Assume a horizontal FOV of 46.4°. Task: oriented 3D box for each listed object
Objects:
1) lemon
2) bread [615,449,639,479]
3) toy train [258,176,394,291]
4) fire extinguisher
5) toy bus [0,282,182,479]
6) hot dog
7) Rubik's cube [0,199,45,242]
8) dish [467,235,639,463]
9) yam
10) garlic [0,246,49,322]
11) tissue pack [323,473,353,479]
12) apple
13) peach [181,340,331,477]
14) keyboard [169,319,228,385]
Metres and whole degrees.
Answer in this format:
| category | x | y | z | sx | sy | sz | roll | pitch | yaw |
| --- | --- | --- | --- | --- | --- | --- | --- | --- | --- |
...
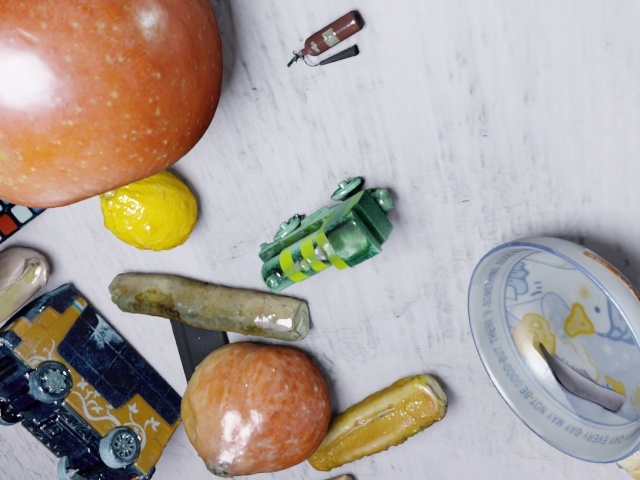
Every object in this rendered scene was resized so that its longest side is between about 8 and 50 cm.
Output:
| category | x | y | z | sx | sy | sz | roll | pitch | yaw |
| --- | --- | --- | --- | --- | --- | --- | --- | --- | --- |
| lemon | -0.235 | -0.043 | 1.015 | 0.114 | 0.114 | 0.155 | -19 | 153 | 30 |
| bread | 0.452 | 0.270 | 0.953 | 0.177 | 0.084 | 0.119 | -23 | 110 | 31 |
| toy train | 0.000 | 0.001 | 0.948 | 0.200 | 0.132 | 0.083 | -33 | 103 | 32 |
| fire extinguisher | 0.011 | -0.227 | 0.875 | 0.100 | 0.032 | 0.046 | -24 | 142 | 32 |
| toy bus | -0.393 | 0.244 | 1.218 | 0.161 | 0.194 | 0.323 | -30 | 108 | 34 |
| hot dog | 0.077 | 0.277 | 1.125 | 0.289 | 0.068 | 0.083 | -37 | 78 | 39 |
| Rubik's cube | -0.565 | -0.046 | 1.119 | 0.184 | 0.182 | 0.187 | -24 | 109 | 32 |
| dish | 0.315 | 0.110 | 0.884 | 0.273 | 0.133 | 0.273 | 43 | 144 | 43 |
| yam | -0.169 | 0.096 | 1.115 | 0.317 | 0.071 | 0.067 | 7 | 158 | 18 |
| garlic | -0.500 | 0.066 | 1.210 | 0.195 | 0.101 | 0.087 | -31 | 129 | 24 |
| tissue pack | -0.033 | 0.564 | 1.251 | 0.305 | 0.238 | 0.239 | -28 | 106 | 32 |
| apple | -0.283 | -0.200 | 0.816 | 0.348 | 0.349 | 0.277 | -5 | 124 | 25 |
| peach | -0.101 | 0.256 | 1.086 | 0.232 | 0.232 | 0.233 | 10 | 123 | 16 |
| keyboard | -0.180 | 0.242 | 1.236 | 0.100 | 0.018 | 0.310 | 2 | 120 | 20 |
